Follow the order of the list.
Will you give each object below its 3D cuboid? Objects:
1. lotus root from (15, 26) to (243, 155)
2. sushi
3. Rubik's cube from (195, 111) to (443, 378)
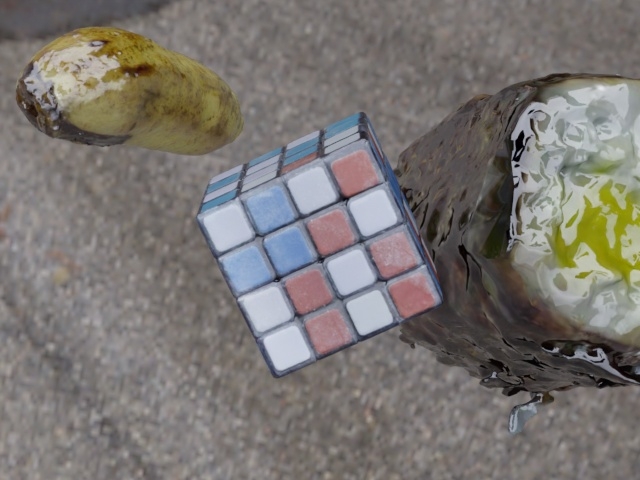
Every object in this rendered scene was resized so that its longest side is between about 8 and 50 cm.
[{"bbox_3d":[-0.153,-0.121,1.356,0.110,0.097,0.258,16,5,28],"label":"lotus root"},{"bbox_3d":[0.227,0.005,1.562,0.299,0.294,0.281,37,65,-16],"label":"sushi"},{"bbox_3d":[0.000,0.000,0.825,0.092,0.092,0.092,-24,11,6],"label":"Rubik's cube"}]
